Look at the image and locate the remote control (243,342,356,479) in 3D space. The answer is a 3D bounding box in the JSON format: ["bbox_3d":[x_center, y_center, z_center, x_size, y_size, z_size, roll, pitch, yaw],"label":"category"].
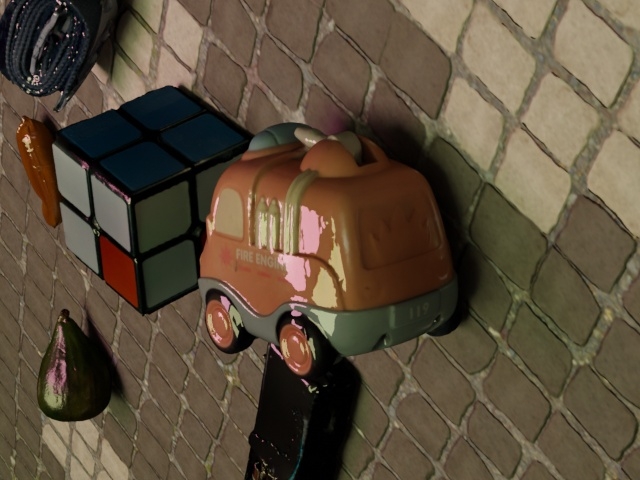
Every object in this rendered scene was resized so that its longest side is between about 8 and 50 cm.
[{"bbox_3d":[-0.041,0.259,1.914,0.144,0.062,0.399,45,146,28],"label":"remote control"}]

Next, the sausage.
[{"bbox_3d":[-0.394,-0.098,2.183,0.062,0.054,0.183,-105,2,-64],"label":"sausage"}]

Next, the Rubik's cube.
[{"bbox_3d":[-0.189,-0.051,1.780,0.167,0.183,0.180,37,140,38],"label":"Rubik's cube"}]

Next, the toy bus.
[{"bbox_3d":[0.000,0.000,1.530,0.287,0.194,0.232,17,119,52],"label":"toy bus"}]

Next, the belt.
[{"bbox_3d":[-0.314,-0.275,1.863,0.122,0.128,0.218,32,147,-7],"label":"belt"}]

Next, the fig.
[{"bbox_3d":[-0.382,0.190,2.350,0.117,0.117,0.177,3,100,56],"label":"fig"}]
